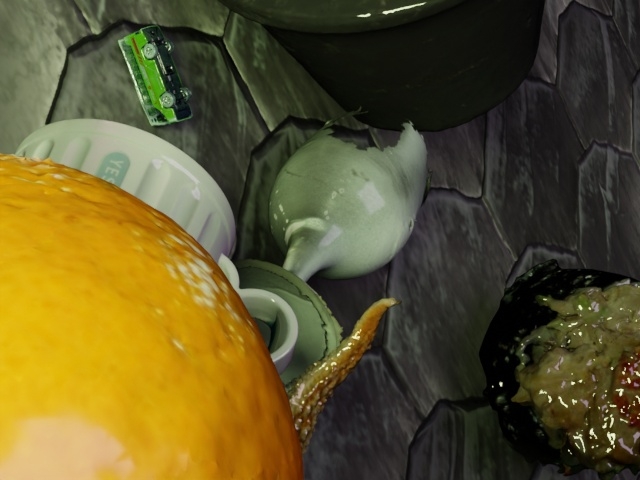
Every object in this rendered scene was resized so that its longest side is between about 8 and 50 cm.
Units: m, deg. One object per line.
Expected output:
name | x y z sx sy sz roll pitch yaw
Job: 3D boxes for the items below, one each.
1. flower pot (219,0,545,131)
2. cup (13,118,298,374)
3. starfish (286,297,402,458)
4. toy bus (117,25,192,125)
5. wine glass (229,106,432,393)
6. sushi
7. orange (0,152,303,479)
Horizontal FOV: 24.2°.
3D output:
flower pot | 0.072 -0.257 1.420 0.251 0.379 0.379 68 24 -50
cup | -0.141 0.043 1.002 0.167 0.221 0.202 66 32 -42
starfish | -0.073 0.196 1.006 0.084 0.301 0.293 42 32 17
toy bus | -0.138 -0.137 1.258 0.031 0.037 0.083 -27 98 -58
wine glass | 0.000 0.000 1.310 0.143 0.143 0.321 59 32 -20
sushi | 0.295 0.137 1.556 0.225 0.238 0.219 41 -5 -9
orange | -0.211 0.133 0.671 0.424 0.424 0.326 -30 121 -57
